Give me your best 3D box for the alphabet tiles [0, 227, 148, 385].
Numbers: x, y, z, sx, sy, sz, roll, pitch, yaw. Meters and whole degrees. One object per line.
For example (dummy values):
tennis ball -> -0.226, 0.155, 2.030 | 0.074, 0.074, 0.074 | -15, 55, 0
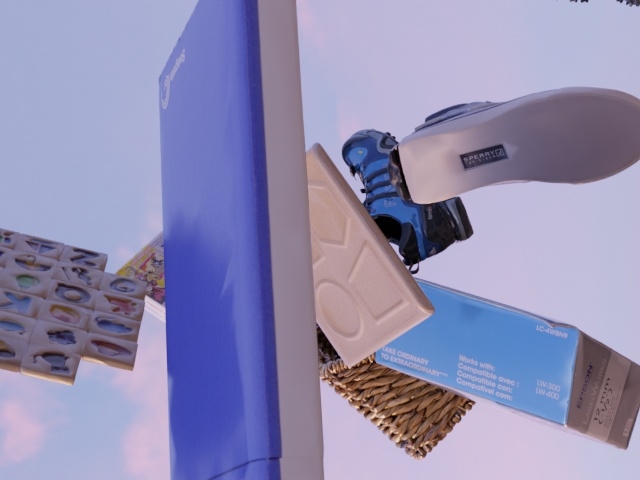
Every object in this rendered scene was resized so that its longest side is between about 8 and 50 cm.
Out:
alphabet tiles -> -0.345, 0.064, 1.397 | 0.342, 0.285, 0.011 | -100, 25, -68

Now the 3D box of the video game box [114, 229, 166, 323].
video game box -> -0.238, 0.063, 2.186 | 0.205, 0.187, 0.048 | -46, -16, -40

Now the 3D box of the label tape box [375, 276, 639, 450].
label tape box -> 0.205, 0.137, 1.405 | 0.347, 0.249, 0.115 | 24, -97, -57

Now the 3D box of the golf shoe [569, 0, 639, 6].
golf shoe -> 0.350, -0.318, 1.391 | 0.077, 0.198, 0.094 | -50, -37, -59

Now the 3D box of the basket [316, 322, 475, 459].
basket -> 0.112, 0.149, 1.847 | 0.223, 0.213, 0.299 | 41, -176, -13

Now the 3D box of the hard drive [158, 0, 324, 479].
hard drive -> -0.055, 0.013, 0.730 | 0.210, 0.040, 0.319 | 139, 130, -64

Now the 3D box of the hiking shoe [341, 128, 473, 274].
hiking shoe -> 0.102, -0.073, 1.897 | 0.132, 0.304, 0.113 | -34, -48, -12

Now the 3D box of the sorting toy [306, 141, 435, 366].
sorting toy -> 0.019, 0.017, 1.202 | 0.038, 0.208, 0.193 | -32, -95, -29

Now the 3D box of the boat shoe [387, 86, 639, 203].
boat shoe -> 0.262, -0.143, 1.565 | 0.158, 0.340, 0.127 | -53, -49, -58
